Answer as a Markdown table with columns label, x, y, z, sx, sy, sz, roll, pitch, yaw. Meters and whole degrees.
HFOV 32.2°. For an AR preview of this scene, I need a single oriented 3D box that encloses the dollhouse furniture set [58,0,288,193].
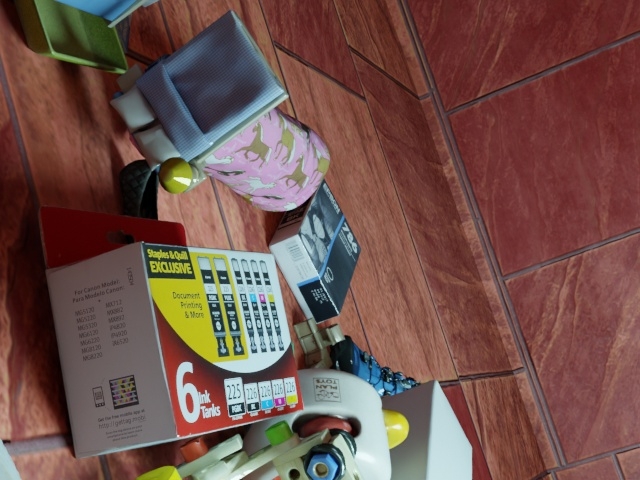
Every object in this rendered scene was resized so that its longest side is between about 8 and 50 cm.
| label | x | y | z | sx | sy | sz | roll | pitch | yaw |
| --- | --- | --- | --- | --- | --- | --- | --- | --- | --- |
| dollhouse furniture set | -0.158 | -0.245 | 1.289 | 0.303 | 0.286 | 0.198 | 60 | 17 | 9 |

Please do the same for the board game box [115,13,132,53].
| label | x | y | z | sx | sy | sz | roll | pitch | yaw |
| --- | --- | --- | --- | --- | --- | --- | --- | --- | --- |
| board game box | -0.287 | -0.321 | 1.540 | 0.090 | 0.020 | 0.090 | 75 | 9 | -48 |

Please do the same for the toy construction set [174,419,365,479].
| label | x | y | z | sx | sy | sz | roll | pitch | yaw |
| --- | --- | --- | --- | --- | --- | --- | --- | --- | --- |
| toy construction set | -0.035 | 0.338 | 1.285 | 0.327 | 0.215 | 0.151 | 59 | 17 | -15 |

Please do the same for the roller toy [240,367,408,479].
| label | x | y | z | sx | sy | sz | roll | pitch | yaw |
| --- | --- | --- | --- | --- | --- | --- | --- | --- | --- |
| roller toy | -0.007 | 0.260 | 1.443 | 0.191 | 0.209 | 0.146 | 42 | 31 | -42 |

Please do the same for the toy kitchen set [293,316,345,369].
| label | x | y | z | sx | sy | sz | roll | pitch | yaw |
| --- | --- | --- | --- | --- | --- | --- | --- | --- | --- |
| toy kitchen set | -0.004 | 0.167 | 1.757 | 0.083 | 0.068 | 0.075 | 67 | 18 | -3 |

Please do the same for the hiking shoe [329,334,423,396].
| label | x | y | z | sx | sy | sz | roll | pitch | yaw |
| --- | --- | --- | --- | --- | --- | --- | --- | --- | --- |
| hiking shoe | 0.119 | 0.255 | 1.904 | 0.304 | 0.132 | 0.113 | 54 | 23 | -36 |

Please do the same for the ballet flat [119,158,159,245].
| label | x | y | z | sx | sy | sz | roll | pitch | yaw |
| --- | --- | --- | --- | --- | --- | --- | --- | --- | --- |
| ballet flat | -0.218 | -0.025 | 1.398 | 0.057 | 0.049 | 0.173 | 28 | 45 | -63 |

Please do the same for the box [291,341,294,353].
| label | x | y | z | sx | sy | sz | roll | pitch | yaw |
| --- | --- | --- | --- | --- | --- | --- | --- | --- | --- |
| box | -0.084 | 0.163 | 1.582 | 0.179 | 0.043 | 0.105 | 51 | 26 | -46 |

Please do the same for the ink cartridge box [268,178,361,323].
| label | x | y | z | sx | sy | sz | roll | pitch | yaw |
| --- | --- | --- | --- | --- | --- | --- | --- | --- | --- |
| ink cartridge box | 0.000 | 0.000 | 1.965 | 0.165 | 0.065 | 0.332 | 62 | 19 | -18 |

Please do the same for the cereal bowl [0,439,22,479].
| label | x | y | z | sx | sy | sz | roll | pitch | yaw |
| --- | --- | --- | --- | --- | --- | --- | --- | --- | --- |
| cereal bowl | -0.302 | 0.220 | 0.756 | 0.339 | 0.141 | 0.339 | 53 | 24 | -37 |

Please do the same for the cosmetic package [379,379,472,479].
| label | x | y | z | sx | sy | sz | roll | pitch | yaw |
| --- | --- | --- | --- | --- | --- | --- | --- | --- | --- |
| cosmetic package | 0.090 | 0.388 | 1.556 | 0.156 | 0.217 | 0.385 | 61 | 22 | -21 |

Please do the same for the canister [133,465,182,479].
| label | x | y | z | sx | sy | sz | roll | pitch | yaw |
| --- | --- | --- | --- | --- | --- | --- | --- | --- | --- |
| canister | -0.153 | 0.336 | 1.151 | 0.170 | 0.073 | 0.126 | 63 | 19 | -10 |

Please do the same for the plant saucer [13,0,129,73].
| label | x | y | z | sx | sy | sz | roll | pitch | yaw |
| --- | --- | --- | --- | --- | --- | --- | --- | --- | --- |
| plant saucer | -0.330 | -0.298 | 1.390 | 0.188 | 0.045 | 0.188 | -2 | 73 | -71 |

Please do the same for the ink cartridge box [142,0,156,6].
| label | x | y | z | sx | sy | sz | roll | pitch | yaw |
| --- | --- | --- | --- | --- | --- | --- | --- | --- | --- |
| ink cartridge box | -0.303 | -0.419 | 1.599 | 0.207 | 0.046 | 0.097 | 18 | 52 | -67 |

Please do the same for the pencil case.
| label | x | y | z | sx | sy | sz | roll | pitch | yaw |
| --- | --- | --- | --- | --- | --- | --- | --- | --- | --- |
| pencil case | -0.123 | -0.144 | 1.604 | 0.167 | 0.160 | 0.386 | 41 | 7 | 23 |

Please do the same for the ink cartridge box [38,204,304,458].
| label | x | y | z | sx | sy | sz | roll | pitch | yaw |
| --- | --- | --- | --- | --- | --- | --- | --- | --- | --- |
| ink cartridge box | -0.161 | 0.086 | 1.255 | 0.309 | 0.130 | 0.272 | 6 | 71 | -67 |
